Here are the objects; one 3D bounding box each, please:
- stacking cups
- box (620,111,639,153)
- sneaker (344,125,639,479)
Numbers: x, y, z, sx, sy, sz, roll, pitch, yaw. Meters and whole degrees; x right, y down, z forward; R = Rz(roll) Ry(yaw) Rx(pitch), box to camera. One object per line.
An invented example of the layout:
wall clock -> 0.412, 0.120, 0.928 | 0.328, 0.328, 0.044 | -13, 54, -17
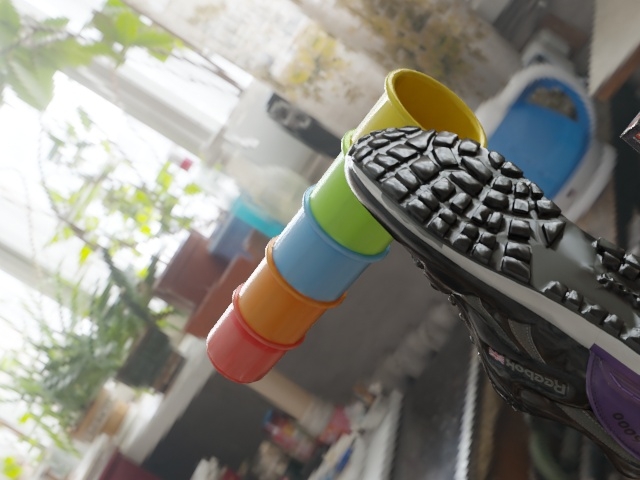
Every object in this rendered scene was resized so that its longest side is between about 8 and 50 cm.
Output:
stacking cups -> 0.000, 0.000, 0.962 | 0.316, 0.096, 0.096 | -47, 15, 32
box -> 0.346, -0.057, 0.899 | 0.114, 0.207, 0.036 | -48, -2, -14
sneaker -> 0.116, 0.044, 0.726 | 0.107, 0.283, 0.124 | -31, -29, -44
